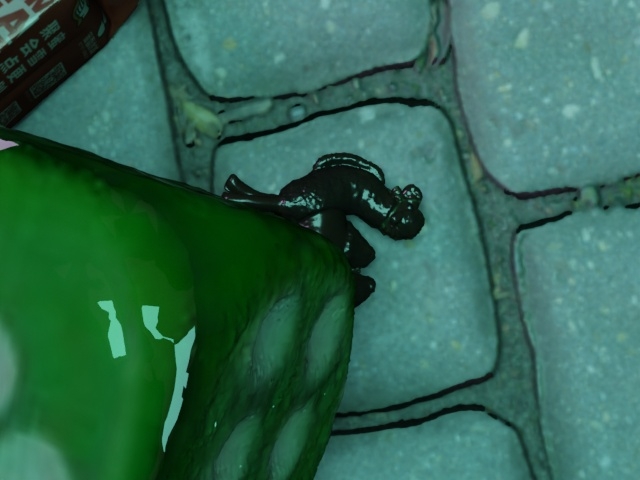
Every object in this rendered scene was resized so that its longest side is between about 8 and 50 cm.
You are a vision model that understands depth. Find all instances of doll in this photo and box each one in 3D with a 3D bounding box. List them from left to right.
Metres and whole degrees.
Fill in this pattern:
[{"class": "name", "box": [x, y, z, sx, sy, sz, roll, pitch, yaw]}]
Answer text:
[{"class": "doll", "box": [0.000, 0.000, 1.354, 0.165, 0.057, 0.139, -3, 82, -3]}]

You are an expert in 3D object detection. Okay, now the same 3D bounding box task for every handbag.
[{"class": "handbag", "box": [-0.278, -0.184, 1.335, 0.298, 0.151, 0.171, -43, 79, -6]}]

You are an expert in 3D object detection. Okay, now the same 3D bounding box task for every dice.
[{"class": "dice", "box": [-0.160, 0.091, 1.197, 0.300, 0.287, 0.297, 18, 93, 23]}]
